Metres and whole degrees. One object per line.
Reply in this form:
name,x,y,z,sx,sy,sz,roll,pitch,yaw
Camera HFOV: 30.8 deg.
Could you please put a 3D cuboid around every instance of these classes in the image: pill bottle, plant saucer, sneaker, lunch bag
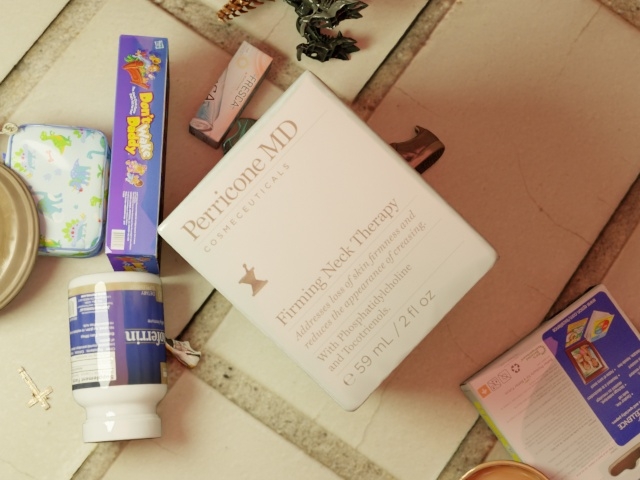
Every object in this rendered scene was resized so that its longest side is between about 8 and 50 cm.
pill bottle,-0.324,0.189,1.868,0.153,0.153,0.264,-3,81,-7
plant saucer,-0.584,-0.004,1.877,0.278,0.041,0.277,-3,81,16
sneaker,-0.238,0.179,1.946,0.083,0.032,0.037,37,64,-4
lunch bag,-0.441,-0.084,1.934,0.176,0.090,0.219,3,80,-7
plant saucer,0.308,0.459,1.925,0.200,0.037,0.199,1,93,13
sneaker,-0.142,-0.140,2.004,0.076,0.065,0.166,25,74,15
sneaker,0.127,-0.128,2.034,0.188,0.066,0.071,-35,66,-14

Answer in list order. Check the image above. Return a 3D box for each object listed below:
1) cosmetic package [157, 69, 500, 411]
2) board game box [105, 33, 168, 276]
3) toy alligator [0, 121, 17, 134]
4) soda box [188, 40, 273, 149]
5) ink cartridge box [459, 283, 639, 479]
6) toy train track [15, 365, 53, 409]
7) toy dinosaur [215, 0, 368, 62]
cosmetic package,0.000,0.000,1.811,0.394,0.327,0.329,43,88,-5
board game box,-0.293,-0.129,1.887,0.078,0.233,0.347,3,80,-6
toy alligator,-0.572,-0.174,1.931,0.190,0.056,0.051,-18,47,23
soda box,-0.155,-0.252,2.015,0.063,0.058,0.183,32,77,-1
ink cartridge box,0.449,0.283,1.990,0.304,0.072,0.307,-34,88,-12
toy train track,-0.473,0.242,1.911,0.048,0.014,0.083,-36,85,-12
toy dinosaur,-0.016,-0.435,2.044,0.322,0.164,0.218,-28,69,7
